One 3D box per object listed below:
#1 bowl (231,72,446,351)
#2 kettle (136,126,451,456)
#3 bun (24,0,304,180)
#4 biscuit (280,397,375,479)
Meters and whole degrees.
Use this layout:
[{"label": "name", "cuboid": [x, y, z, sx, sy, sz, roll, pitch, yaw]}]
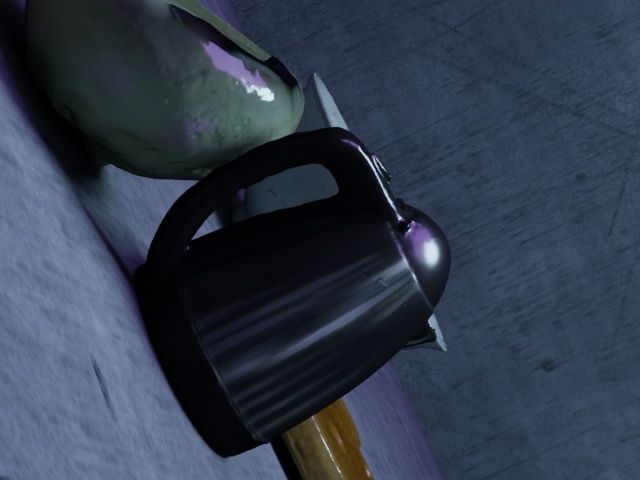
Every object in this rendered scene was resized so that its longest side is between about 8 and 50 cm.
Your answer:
[{"label": "bowl", "cuboid": [0.000, 0.000, 2.124, 0.435, 0.196, 0.435, 63, 6, -12]}, {"label": "kettle", "cuboid": [-0.015, 0.036, 1.406, 0.207, 0.271, 0.251, -36, 101, -85]}, {"label": "bun", "cuboid": [-0.160, -0.141, 1.386, 0.283, 0.179, 0.283, 34, 8, -5]}, {"label": "biscuit", "cuboid": [-0.002, 0.232, 1.775, 0.344, 0.057, 0.287, 63, 6, -8]}]
